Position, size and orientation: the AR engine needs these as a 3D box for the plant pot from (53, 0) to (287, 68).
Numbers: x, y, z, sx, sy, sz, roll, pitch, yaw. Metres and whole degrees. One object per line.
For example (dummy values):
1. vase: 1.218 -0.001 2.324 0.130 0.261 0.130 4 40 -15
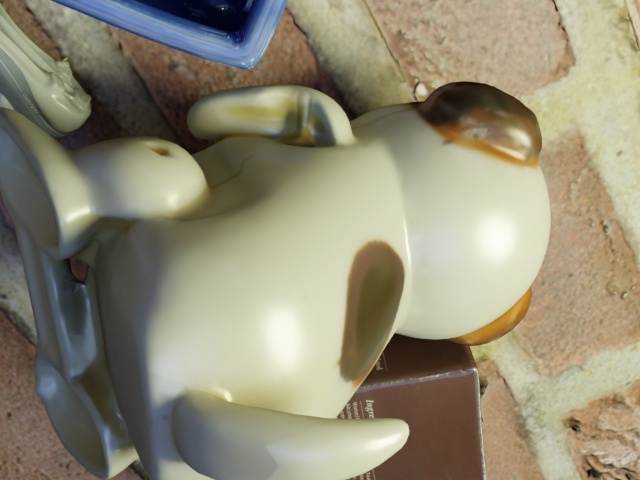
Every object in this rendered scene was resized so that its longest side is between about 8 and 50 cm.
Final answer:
1. plant pot: -0.113 -0.286 0.584 0.236 0.212 0.236 18 116 -15

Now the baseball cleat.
1. baseball cleat: -0.292 -0.157 0.723 0.109 0.072 0.206 -32 113 20

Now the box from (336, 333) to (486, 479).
1. box: 0.046 0.158 0.868 0.203 0.168 0.167 -9 119 1

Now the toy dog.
1. toy dog: 0.000 0.000 0.679 0.408 0.395 0.284 -20 109 -32
